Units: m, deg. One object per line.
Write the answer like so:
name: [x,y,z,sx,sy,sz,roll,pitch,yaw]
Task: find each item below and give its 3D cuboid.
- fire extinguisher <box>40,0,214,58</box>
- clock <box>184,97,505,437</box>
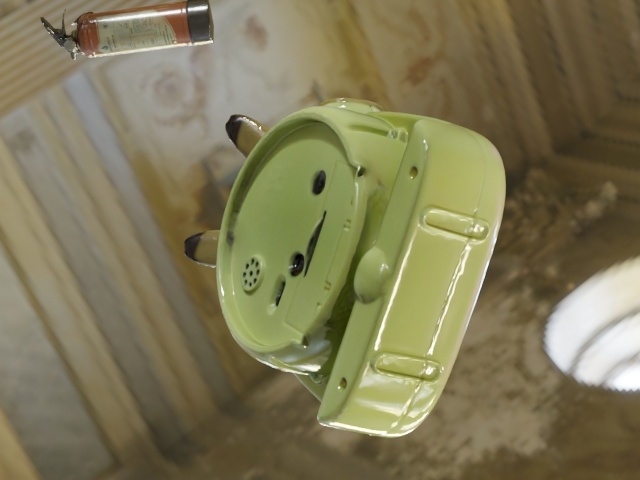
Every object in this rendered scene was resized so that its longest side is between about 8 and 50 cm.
fire extinguisher: [-0.202,-0.223,1.737,0.050,0.177,0.062,-94,176,-49]
clock: [0.000,0.000,0.926,0.232,0.069,0.170,26,-79,56]
